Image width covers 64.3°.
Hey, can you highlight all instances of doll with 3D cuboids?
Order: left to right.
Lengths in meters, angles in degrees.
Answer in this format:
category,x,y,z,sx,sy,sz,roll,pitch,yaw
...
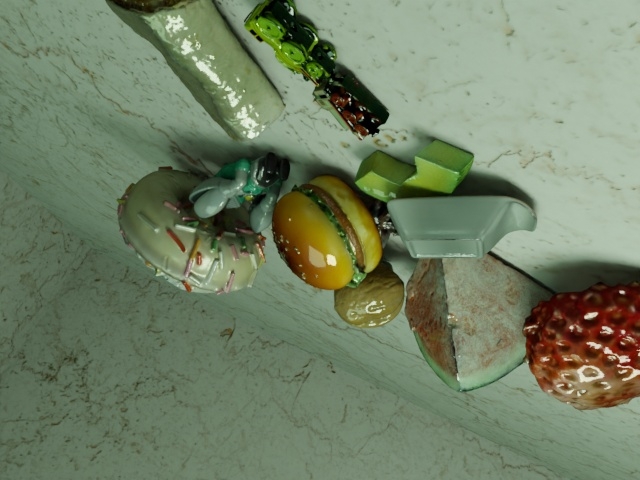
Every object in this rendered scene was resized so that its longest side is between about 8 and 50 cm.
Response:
category,x,y,z,sx,sy,sz,roll,pitch,yaw
doll,-0.182,-0.110,1.114,0.194,0.153,0.258,14,158,-8

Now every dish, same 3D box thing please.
category,x,y,z,sx,sy,sz,roll,pitch,yaw
dish,0.232,-0.015,0.844,0.234,0.064,0.154,-2,158,19

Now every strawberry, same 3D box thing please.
category,x,y,z,sx,sy,sz,roll,pitch,yaw
strawberry,0.512,0.188,0.845,0.265,0.149,0.336,38,138,-25

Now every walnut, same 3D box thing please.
category,x,y,z,sx,sy,sz,roll,pitch,yaw
walnut,0.107,0.119,1.129,0.166,0.166,0.149,128,123,-68

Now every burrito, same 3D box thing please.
category,x,y,z,sx,sy,sz,roll,pitch,yaw
burrito,-0.188,-0.288,0.793,0.143,0.105,0.299,14,156,42

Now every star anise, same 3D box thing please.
category,x,y,z,sx,sy,sz,roll,pitch,yaw
star anise,0.123,-0.034,1.028,0.124,0.056,0.129,15,140,27

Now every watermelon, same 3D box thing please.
category,x,y,z,sx,sy,sz,roll,pitch,yaw
watermelon,0.321,0.110,1.056,0.250,0.293,0.283,-7,-155,-27

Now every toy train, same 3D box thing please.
category,x,y,z,sx,sy,sz,roll,pitch,yaw
toy train,0.001,-0.240,0.739,0.249,0.053,0.085,41,164,-29

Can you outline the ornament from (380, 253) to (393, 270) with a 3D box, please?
category,x,y,z,sx,sy,sz,roll,pitch,yaw
ornament,0.114,0.036,1.191,0.081,0.075,0.156,-5,141,33

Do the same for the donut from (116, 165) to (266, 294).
category,x,y,z,sx,sy,sz,roll,pitch,yaw
donut,-0.298,-0.034,1.232,0.382,0.142,0.383,31,-157,-15

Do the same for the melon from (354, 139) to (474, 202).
category,x,y,z,sx,sy,sz,roll,pitch,yaw
melon,0.153,-0.107,0.838,0.118,0.064,0.209,42,153,-17

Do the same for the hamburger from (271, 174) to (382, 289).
category,x,y,z,sx,sy,sz,roll,pitch,yaw
hamburger,0.000,-0.001,1.025,0.246,0.170,0.246,50,160,26
